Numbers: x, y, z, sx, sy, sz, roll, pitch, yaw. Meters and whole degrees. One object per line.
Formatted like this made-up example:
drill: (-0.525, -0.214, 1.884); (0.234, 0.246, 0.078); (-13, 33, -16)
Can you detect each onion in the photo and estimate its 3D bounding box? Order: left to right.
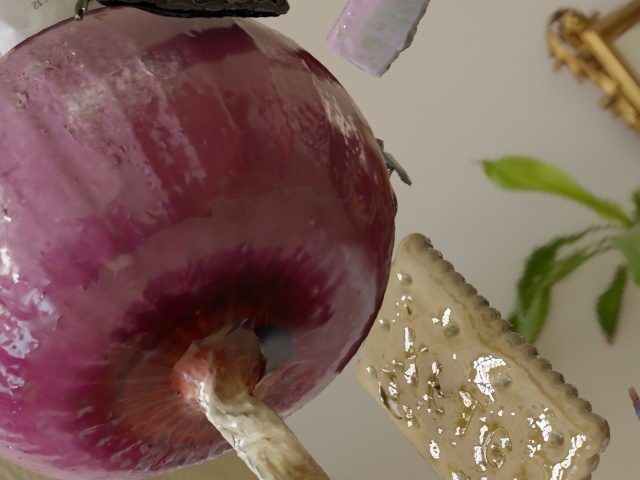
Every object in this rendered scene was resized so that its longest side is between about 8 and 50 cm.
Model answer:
onion: (-0.101, 0.013, 0.943); (0.358, 0.358, 0.345); (-28, 29, -31)

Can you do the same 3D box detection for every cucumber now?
cucumber: (-0.086, -0.149, 0.830); (0.163, 0.043, 0.039); (-8, -15, -45)

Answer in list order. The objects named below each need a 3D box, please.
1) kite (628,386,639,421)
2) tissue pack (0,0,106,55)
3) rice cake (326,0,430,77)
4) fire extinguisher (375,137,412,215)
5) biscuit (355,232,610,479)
kite: (0.459, 0.254, 1.807); (0.015, 0.245, 0.141); (26, -60, -25)
tissue pack: (-0.262, -0.394, 1.461); (0.356, 0.194, 0.266); (-37, -32, -5)
rice cake: (0.081, -0.247, 1.117); (0.056, 0.072, 0.365); (-62, 1, -31)
fire extinguisher: (0.000, 0.000, 1.700); (0.114, 0.135, 0.337); (20, -52, -28)
biscuit: (0.148, 0.162, 1.404); (0.044, 0.325, 0.217); (-12, -45, -34)
